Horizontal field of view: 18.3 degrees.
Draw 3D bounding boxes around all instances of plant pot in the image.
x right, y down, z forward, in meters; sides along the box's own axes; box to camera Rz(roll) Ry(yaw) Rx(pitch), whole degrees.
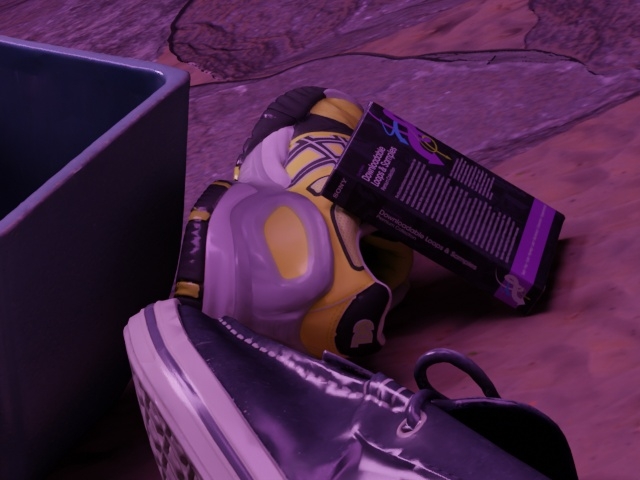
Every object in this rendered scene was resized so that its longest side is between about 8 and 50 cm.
[{"bbox_3d":[-0.240,0.027,1.341,0.248,0.252,0.247,12,33,24],"label":"plant pot"}]

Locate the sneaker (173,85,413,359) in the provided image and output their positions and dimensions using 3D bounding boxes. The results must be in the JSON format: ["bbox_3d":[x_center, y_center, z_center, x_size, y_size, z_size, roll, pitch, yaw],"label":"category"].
[{"bbox_3d":[0.000,0.000,1.436,0.147,0.145,0.384,14,26,6],"label":"sneaker"}]

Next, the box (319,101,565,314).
[{"bbox_3d":[0.085,-0.024,1.358,0.029,0.162,0.116,-57,2,30],"label":"box"}]

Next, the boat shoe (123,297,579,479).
[{"bbox_3d":[0.043,0.149,0.921,0.156,0.186,0.500,-26,27,-17],"label":"boat shoe"}]
